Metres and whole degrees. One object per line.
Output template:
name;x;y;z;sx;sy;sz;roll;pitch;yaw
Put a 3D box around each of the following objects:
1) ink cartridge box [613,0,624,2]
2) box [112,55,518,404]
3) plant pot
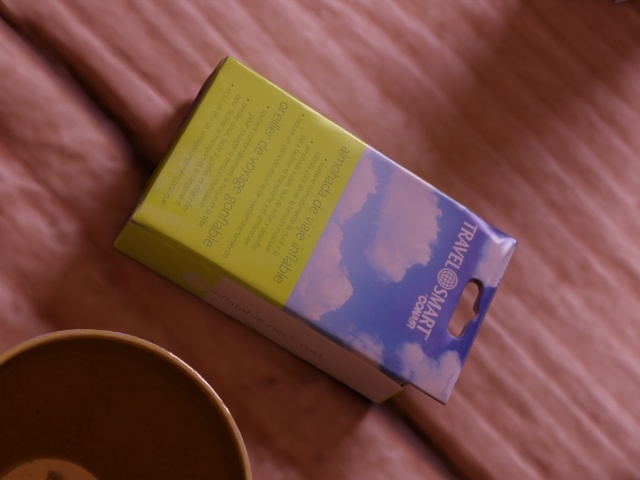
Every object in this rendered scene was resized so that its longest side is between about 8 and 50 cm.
ink cartridge box;0.246;-0.211;0.917;0.109;0.209;0.062;-16;80;-27
box;0.000;0.000;0.829;0.178;0.042;0.109;32;62;-9
plant pot;-0.107;0.115;0.710;0.134;0.095;0.134;8;68;-20
